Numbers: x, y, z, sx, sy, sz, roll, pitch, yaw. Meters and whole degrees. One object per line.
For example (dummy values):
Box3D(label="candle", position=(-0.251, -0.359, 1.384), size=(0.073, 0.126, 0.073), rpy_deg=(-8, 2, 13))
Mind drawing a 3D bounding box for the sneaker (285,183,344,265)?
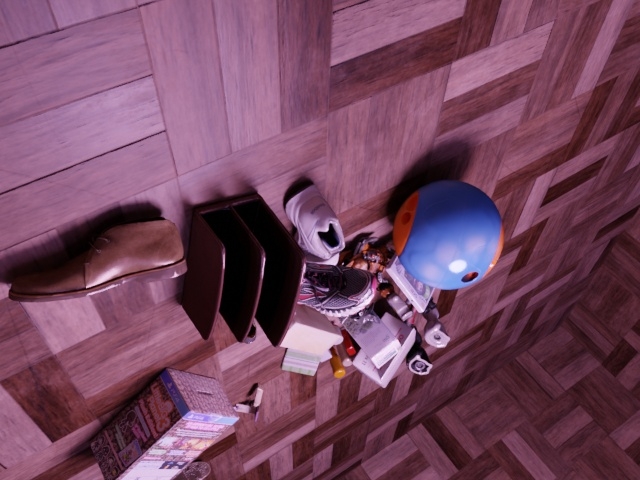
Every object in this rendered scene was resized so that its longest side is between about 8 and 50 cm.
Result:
Box3D(label="sneaker", position=(0.000, 0.000, 1.397), size=(0.111, 0.129, 0.297), rpy_deg=(-37, 151, -9))

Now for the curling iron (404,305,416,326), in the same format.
Box3D(label="curling iron", position=(0.345, 0.285, 2.230), size=(0.068, 0.035, 0.274), rpy_deg=(-20, 144, -30))

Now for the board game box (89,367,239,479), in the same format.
Box3D(label="board game box", position=(-0.406, 0.498, 1.582), size=(0.291, 0.141, 0.232), rpy_deg=(-43, 149, 4))

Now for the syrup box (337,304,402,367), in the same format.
Box3D(label="syrup box", position=(0.124, 0.245, 1.739), size=(0.093, 0.237, 0.096), rpy_deg=(-38, 149, -5))

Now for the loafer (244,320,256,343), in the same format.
Box3D(label="loafer", position=(-0.193, 0.231, 1.549), size=(0.062, 0.061, 0.170), rpy_deg=(-33, 149, -13))

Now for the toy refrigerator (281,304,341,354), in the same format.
Box3D(label="toy refrigerator", position=(-0.059, 0.245, 1.674), size=(0.094, 0.102, 0.269), rpy_deg=(-45, 150, 9))

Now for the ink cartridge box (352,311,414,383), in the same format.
Box3D(label="ink cartridge box", position=(0.214, 0.365, 1.994), size=(0.207, 0.119, 0.353), rpy_deg=(-55, 164, -10))

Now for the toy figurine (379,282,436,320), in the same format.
Box3D(label="toy figurine", position=(0.304, 0.133, 1.896), size=(0.213, 0.148, 0.210), rpy_deg=(-11, 145, -43))

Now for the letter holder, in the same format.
Box3D(label="letter holder", position=(-0.164, 0.094, 1.254), size=(0.151, 0.214, 0.302), rpy_deg=(-17, 143, -33))

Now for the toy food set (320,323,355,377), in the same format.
Box3D(label="toy food set", position=(0.040, 0.330, 1.931), size=(0.111, 0.105, 0.232), rpy_deg=(-28, 132, 5))

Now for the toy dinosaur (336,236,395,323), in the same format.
Box3D(label="toy dinosaur", position=(0.079, 0.097, 1.631), size=(0.321, 0.164, 0.219), rpy_deg=(-2, 113, -26))

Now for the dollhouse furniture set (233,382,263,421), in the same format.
Box3D(label="dollhouse furniture set", position=(-0.229, 0.494, 1.902), size=(0.081, 0.091, 0.115), rpy_deg=(12, 104, -6))

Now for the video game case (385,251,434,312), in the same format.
Box3D(label="video game case", position=(0.275, 0.079, 1.717), size=(0.022, 0.173, 0.190), rpy_deg=(-18, -152, 45))

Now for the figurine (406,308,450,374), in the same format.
Box3D(label="figurine", position=(0.382, 0.347, 2.215), size=(0.092, 0.209, 0.215), rpy_deg=(22, 113, -11))

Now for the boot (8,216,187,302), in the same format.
Box3D(label="boot", position=(-0.396, 0.031, 1.068), size=(0.305, 0.112, 0.115), rpy_deg=(-15, 111, -29))

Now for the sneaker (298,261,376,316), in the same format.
Box3D(label="sneaker", position=(-0.018, 0.104, 1.396), size=(0.298, 0.121, 0.112), rpy_deg=(-1, 149, 18))

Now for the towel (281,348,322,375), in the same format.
Box3D(label="towel", position=(-0.055, 0.361, 1.859), size=(0.113, 0.023, 0.152), rpy_deg=(14, 133, -6))

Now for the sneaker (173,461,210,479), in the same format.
Box3D(label="sneaker", position=(-0.460, 0.793, 2.000), size=(0.188, 0.066, 0.071), rpy_deg=(-19, 160, -23))

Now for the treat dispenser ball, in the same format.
Box3D(label="treat dispenser ball", position=(0.334, -0.015, 1.584), size=(0.288, 0.288, 0.288), rpy_deg=(-28, 147, -20))
